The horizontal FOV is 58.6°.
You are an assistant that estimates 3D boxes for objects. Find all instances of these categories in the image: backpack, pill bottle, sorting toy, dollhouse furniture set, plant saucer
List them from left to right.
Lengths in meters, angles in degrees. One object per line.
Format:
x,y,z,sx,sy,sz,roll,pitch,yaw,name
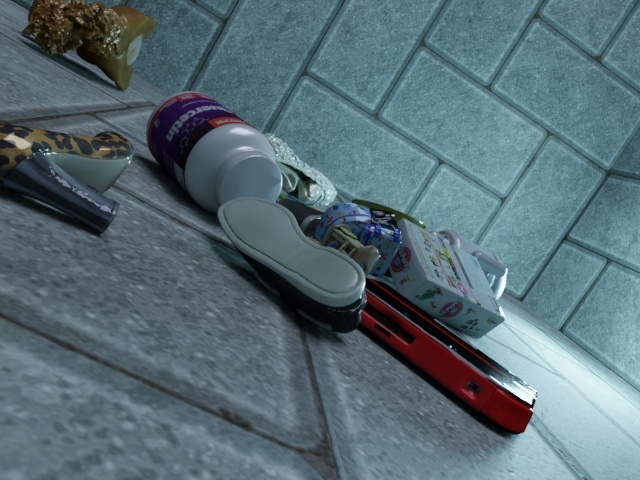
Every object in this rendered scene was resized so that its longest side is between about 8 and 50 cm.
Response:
-0.208,-0.167,1.121,0.182,0.181,0.323,23,12,-44,pill bottle
-0.059,-0.097,1.717,0.208,0.038,0.193,34,9,13,sorting toy
0.000,0.000,1.164,0.161,0.101,0.182,24,12,-42,dollhouse furniture set
0.080,-0.004,1.321,0.173,0.158,0.116,14,33,-21,backpack
0.203,-0.065,1.752,0.241,0.037,0.241,21,-4,2,plant saucer

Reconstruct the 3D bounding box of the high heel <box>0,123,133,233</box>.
-0.336,-0.124,0.712,0.186,0.093,0.261,34,15,-29,high heel

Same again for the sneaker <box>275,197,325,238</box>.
-0.029,-0.059,1.459,0.118,0.083,0.222,35,10,22,sneaker

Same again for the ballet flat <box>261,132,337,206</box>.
-0.090,-0.194,1.882,0.409,0.147,0.147,35,4,-42,ballet flat

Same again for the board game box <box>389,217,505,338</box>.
0.313,0.098,1.466,0.303,0.097,0.224,27,32,-32,board game box

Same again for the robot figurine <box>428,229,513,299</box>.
0.443,0.097,1.813,0.354,0.199,0.300,28,-20,-23,robot figurine

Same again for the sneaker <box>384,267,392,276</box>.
0.143,0.017,1.615,0.270,0.090,0.145,40,11,29,sneaker

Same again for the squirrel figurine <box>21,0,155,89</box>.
-0.814,-0.724,1.919,0.371,0.280,0.397,24,7,-6,squirrel figurine

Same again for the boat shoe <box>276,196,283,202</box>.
-0.116,-0.099,1.527,0.046,0.038,0.125,36,10,26,boat shoe

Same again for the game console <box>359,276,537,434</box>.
0.207,0.188,1.025,0.387,0.060,0.342,36,4,23,game console

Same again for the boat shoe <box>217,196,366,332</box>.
-0.054,0.033,0.859,0.114,0.091,0.302,-27,45,-26,boat shoe
